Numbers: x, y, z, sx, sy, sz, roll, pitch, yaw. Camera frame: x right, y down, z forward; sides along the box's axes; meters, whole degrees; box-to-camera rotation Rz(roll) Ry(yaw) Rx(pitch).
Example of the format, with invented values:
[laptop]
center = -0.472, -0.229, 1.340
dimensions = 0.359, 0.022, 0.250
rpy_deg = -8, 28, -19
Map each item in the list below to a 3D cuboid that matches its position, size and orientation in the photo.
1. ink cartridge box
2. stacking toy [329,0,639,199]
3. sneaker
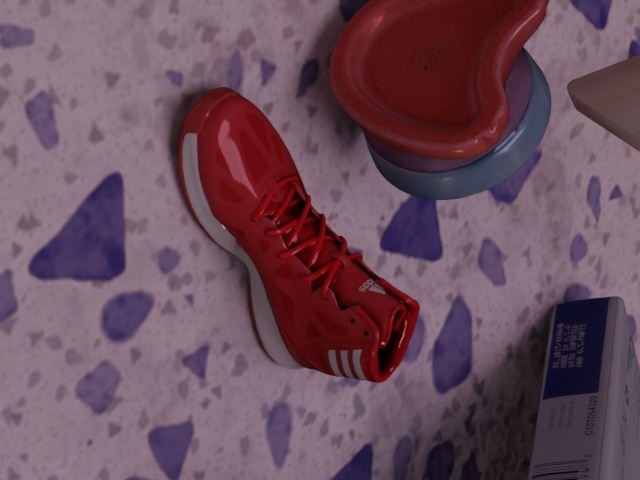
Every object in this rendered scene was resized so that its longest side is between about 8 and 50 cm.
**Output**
[ink cartridge box]
center = 0.228, 0.266, 1.457
dimensions = 0.324, 0.071, 0.330
rpy_deg = -71, 148, -57
[stacking toy]
center = 0.177, -0.146, 1.276
dimensions = 0.309, 0.280, 0.130
rpy_deg = -61, 145, -19
[sneaker]
center = 0.000, 0.000, 1.219
dimensions = 0.087, 0.128, 0.221
rpy_deg = -48, 130, -28
